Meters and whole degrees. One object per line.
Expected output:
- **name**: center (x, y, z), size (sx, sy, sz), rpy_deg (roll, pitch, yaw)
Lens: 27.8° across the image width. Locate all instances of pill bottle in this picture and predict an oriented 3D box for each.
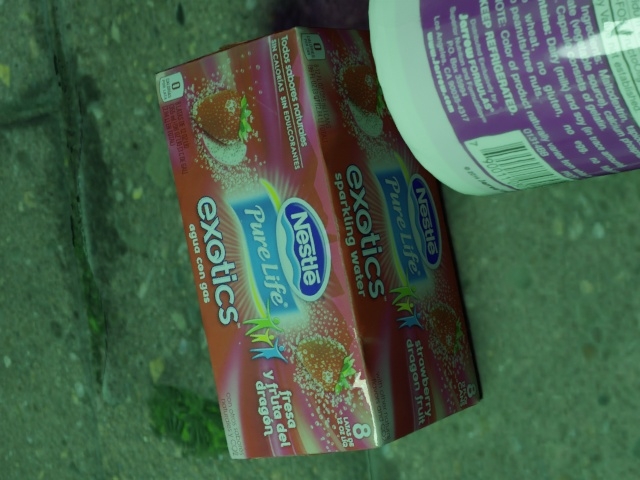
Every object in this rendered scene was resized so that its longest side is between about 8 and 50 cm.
- **pill bottle**: center (0.189, -0.126, 0.651), size (0.301, 0.169, 0.169), rpy_deg (-11, 90, 36)

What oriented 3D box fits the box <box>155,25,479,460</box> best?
- **box**: center (0.000, 0.000, 0.829), size (0.122, 0.128, 0.257), rpy_deg (-12, 89, 36)
